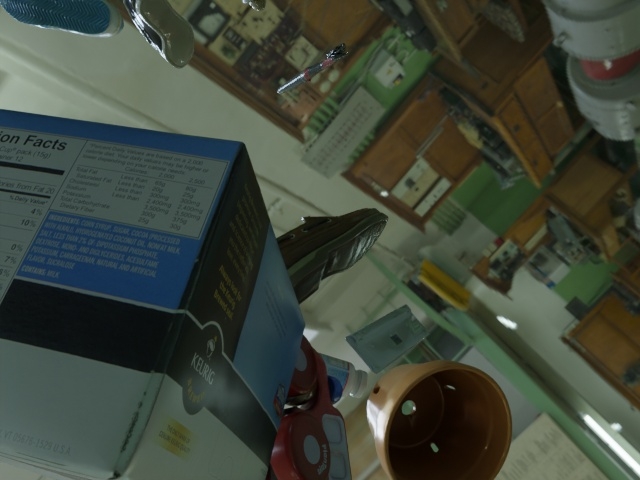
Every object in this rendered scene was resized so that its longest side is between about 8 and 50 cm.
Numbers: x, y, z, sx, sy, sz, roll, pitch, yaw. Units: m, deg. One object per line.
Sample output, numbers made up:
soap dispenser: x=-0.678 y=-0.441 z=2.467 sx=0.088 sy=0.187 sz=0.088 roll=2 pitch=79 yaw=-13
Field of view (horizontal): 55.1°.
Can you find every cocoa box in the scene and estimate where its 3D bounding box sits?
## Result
cocoa box: x=-0.163 y=0.089 z=0.526 sx=0.231 sy=0.228 sz=0.347 roll=9 pitch=153 yaw=11

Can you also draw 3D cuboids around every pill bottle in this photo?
pill bottle: x=0.028 y=0.325 z=1.474 sx=0.160 sy=0.087 sz=0.087 roll=20 pitch=-165 yaw=-10

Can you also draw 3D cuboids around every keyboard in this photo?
keyboard: x=0.120 y=0.160 z=1.033 sx=0.072 sy=0.014 sz=0.256 roll=54 pitch=-154 yaw=12

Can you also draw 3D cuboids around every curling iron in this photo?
curling iron: x=-0.023 y=-0.437 z=1.598 sx=0.068 sy=0.274 sz=0.035 roll=-44 pitch=-74 yaw=-41

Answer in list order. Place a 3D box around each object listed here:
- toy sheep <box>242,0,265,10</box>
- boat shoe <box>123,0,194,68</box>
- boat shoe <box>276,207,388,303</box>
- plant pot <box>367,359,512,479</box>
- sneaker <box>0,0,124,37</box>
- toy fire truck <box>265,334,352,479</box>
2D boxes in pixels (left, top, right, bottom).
toy sheep: x=-0.158 y=-0.588 z=1.393 sx=0.091 sy=0.091 sz=0.132 roll=-96 pitch=-11 yaw=-74
boat shoe: x=-0.287 y=-0.385 z=1.095 sx=0.065 sy=0.075 sz=0.206 roll=35 pitch=173 yaw=17
boat shoe: x=0.000 y=0.000 z=1.007 sx=0.104 sy=0.111 sz=0.307 roll=37 pitch=-143 yaw=20
plant pot: x=0.227 y=0.386 z=1.312 sx=0.291 sy=0.291 sz=0.203 roll=39 pitch=170 yaw=-16
sneaker: x=-0.479 y=-0.425 z=1.131 sx=0.228 sy=0.087 sz=0.092 roll=20 pitch=-168 yaw=3
toy fire truck: x=-0.045 y=0.273 z=0.934 sx=0.254 sy=0.169 sz=0.302 roll=32 pitch=-138 yaw=-49
